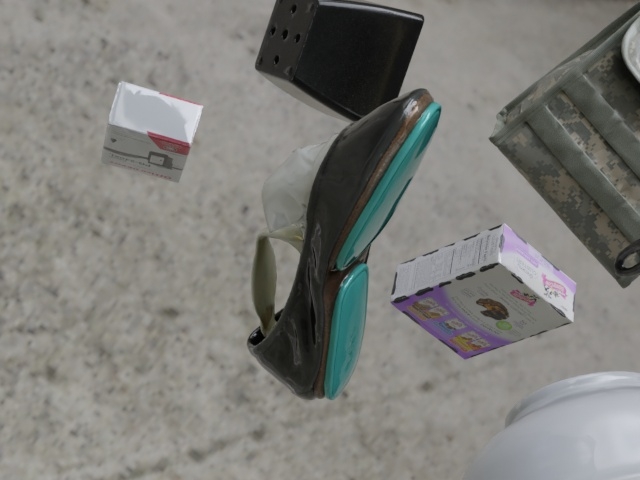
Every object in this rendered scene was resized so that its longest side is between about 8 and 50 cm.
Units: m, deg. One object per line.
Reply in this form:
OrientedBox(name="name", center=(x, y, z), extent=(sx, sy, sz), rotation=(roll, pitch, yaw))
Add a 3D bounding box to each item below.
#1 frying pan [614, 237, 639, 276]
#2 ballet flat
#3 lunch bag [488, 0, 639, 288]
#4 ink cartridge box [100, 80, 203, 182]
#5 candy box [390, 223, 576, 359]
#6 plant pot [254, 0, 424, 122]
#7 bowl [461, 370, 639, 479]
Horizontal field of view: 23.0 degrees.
OrientedBox(name="frying pan", center=(0.365, -0.007, 1.302), extent=(0.053, 0.326, 0.197), rotation=(-9, 54, -24))
OrientedBox(name="ballet flat", center=(0.000, 0.000, 1.104), extent=(0.096, 0.280, 0.095), rotation=(28, 37, 13))
OrientedBox(name="lunch bag", center=(0.373, -0.130, 1.745), extent=(0.235, 0.287, 0.169), rotation=(48, 18, -6))
OrientedBox(name="ink cartridge box", center=(-0.216, -0.134, 1.996), extent=(0.109, 0.150, 0.063), rotation=(15, 71, -6))
OrientedBox(name="candy box", center=(0.225, 0.073, 2.167), extent=(0.165, 0.196, 0.070), rotation=(38, 47, -31))
OrientedBox(name="plant pot", center=(0.015, -0.282, 2.345), extent=(0.167, 0.187, 0.188), rotation=(15, 7, -33))
OrientedBox(name="bowl", center=(0.238, 0.201, 1.335), extent=(0.298, 0.298, 0.134), rotation=(12, 53, -34))
